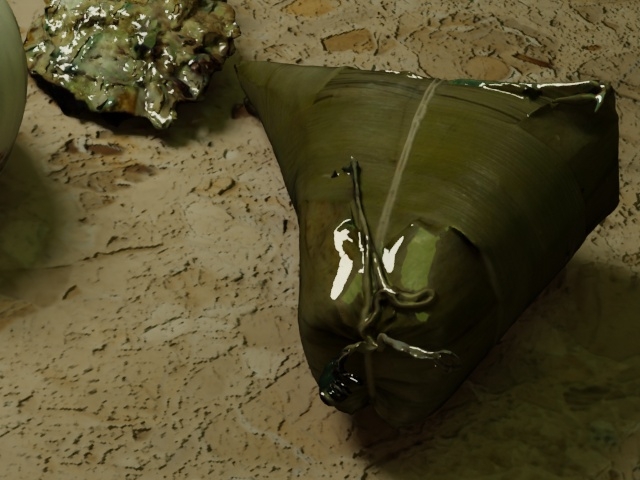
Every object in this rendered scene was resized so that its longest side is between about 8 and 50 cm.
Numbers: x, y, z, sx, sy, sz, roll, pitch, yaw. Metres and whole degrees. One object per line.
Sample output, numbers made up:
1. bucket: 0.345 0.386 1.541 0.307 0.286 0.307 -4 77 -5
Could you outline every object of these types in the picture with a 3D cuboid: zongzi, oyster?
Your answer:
1. zongzi: 0.000 0.000 1.374 0.418 0.181 0.447 16 40 27
2. oyster: -0.170 -0.208 1.615 0.198 0.092 0.259 17 42 9

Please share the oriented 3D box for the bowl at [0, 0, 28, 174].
1. bowl: -0.346 -0.141 1.334 0.277 0.145 0.277 11 66 -26
